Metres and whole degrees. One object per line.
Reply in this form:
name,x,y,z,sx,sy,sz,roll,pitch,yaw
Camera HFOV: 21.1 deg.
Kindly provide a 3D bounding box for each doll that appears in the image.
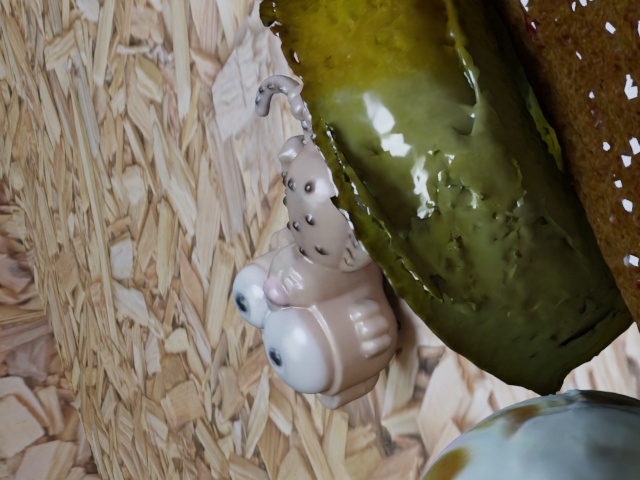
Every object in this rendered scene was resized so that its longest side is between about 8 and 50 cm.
doll,0.001,0.001,1.353,0.154,0.119,0.278,39,140,43

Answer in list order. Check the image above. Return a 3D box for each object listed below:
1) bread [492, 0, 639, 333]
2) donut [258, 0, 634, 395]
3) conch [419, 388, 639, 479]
bread,0.160,-0.108,0.778,0.165,0.113,0.417,112,141,-61
donut,0.087,-0.052,0.906,0.272,0.107,0.272,45,-157,-25
conch,0.159,0.177,0.892,0.197,0.249,0.368,60,-171,-21
